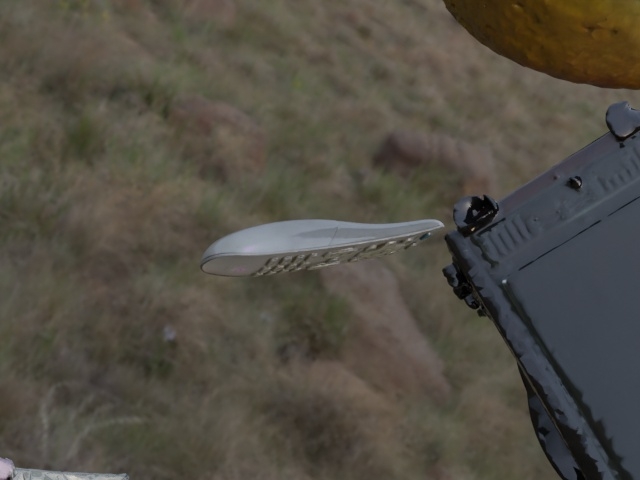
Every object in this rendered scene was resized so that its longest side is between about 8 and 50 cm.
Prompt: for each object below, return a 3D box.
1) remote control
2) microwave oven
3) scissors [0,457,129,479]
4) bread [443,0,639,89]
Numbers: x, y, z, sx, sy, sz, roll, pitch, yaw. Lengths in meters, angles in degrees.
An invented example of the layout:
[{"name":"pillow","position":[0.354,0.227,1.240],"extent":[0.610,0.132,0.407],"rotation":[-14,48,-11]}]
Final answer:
[{"name":"remote control","position":[0.000,0.000,1.213],"extent":[0.229,0.073,0.044],"rotation":[-9,75,-24]},{"name":"microwave oven","position":[0.212,0.070,0.882],"extent":[0.247,0.188,0.178],"rotation":[62,6,24]},{"name":"scissors","position":[-0.262,0.210,1.179],"extent":[0.212,0.110,0.021],"rotation":[8,-4,-39]},{"name":"bread","position":[0.275,-0.312,1.201],"extent":[0.398,0.215,0.398],"rotation":[2,52,-2]}]
